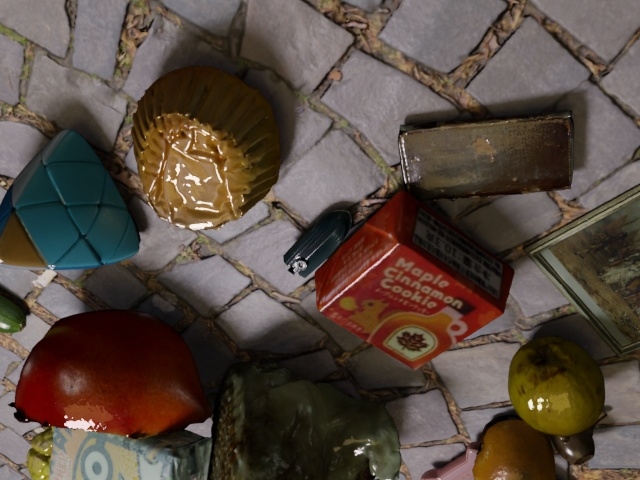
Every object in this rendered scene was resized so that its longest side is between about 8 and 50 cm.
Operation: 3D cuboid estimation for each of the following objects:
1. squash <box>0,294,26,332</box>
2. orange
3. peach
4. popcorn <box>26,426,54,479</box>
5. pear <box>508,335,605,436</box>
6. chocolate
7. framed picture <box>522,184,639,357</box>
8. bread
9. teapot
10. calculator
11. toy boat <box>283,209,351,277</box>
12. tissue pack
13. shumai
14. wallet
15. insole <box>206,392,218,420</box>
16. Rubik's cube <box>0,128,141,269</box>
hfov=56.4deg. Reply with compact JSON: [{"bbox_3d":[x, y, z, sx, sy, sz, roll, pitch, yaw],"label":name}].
[{"bbox_3d":[-0.714,0.120,1.245,0.219,0.068,0.077,43,140,-16],"label":"squash"},{"bbox_3d":[0.359,0.411,1.093,0.160,0.112,0.169,-31,80,-2],"label":"orange"},{"bbox_3d":[-0.371,0.235,1.117,0.362,0.258,0.201,7,91,5],"label":"peach"},{"bbox_3d":[-0.542,0.460,1.353,0.259,0.259,0.212,8,111,10],"label":"popcorn"},{"bbox_3d":[0.381,0.237,0.970,0.149,0.148,0.162,-11,116,22],"label":"pear"},{"bbox_3d":[0.139,0.076,0.936,0.237,0.108,0.235,35,128,-16],"label":"chocolate"},{"bbox_3d":[0.474,0.055,0.896,0.274,0.017,0.217,43,124,-15],"label":"framed picture"},{"bbox_3d":[-0.172,-0.132,0.872,0.240,0.139,0.239,6,122,10],"label":"bread"},{"bbox_3d":[0.464,0.343,1.065,0.110,0.080,0.085,-40,136,20],"label":"teapot"},{"bbox_3d":[0.386,0.523,1.233,0.330,0.048,0.220,32,125,-11],"label":"calculator"},{"bbox_3d":[0.000,0.000,0.968,0.055,0.060,0.141,39,118,-11],"label":"toy boat"},{"bbox_3d":[-0.369,0.449,1.133,0.311,0.128,0.227,9,93,27],"label":"tissue pack"},{"bbox_3d":[-0.035,0.417,1.131,0.349,0.395,0.395,7,130,-22],"label":"shumai"},{"bbox_3d":[0.228,-0.117,0.834,0.233,0.031,0.121,-2,124,19],"label":"wallet"},{"bbox_3d":[-0.145,0.464,1.361,0.119,0.009,0.348,-21,116,27],"label":"insole"},{"bbox_3d":[-0.430,-0.056,0.949,0.255,0.254,0.254,8,126,11],"label":"Rubik's cube"}]
